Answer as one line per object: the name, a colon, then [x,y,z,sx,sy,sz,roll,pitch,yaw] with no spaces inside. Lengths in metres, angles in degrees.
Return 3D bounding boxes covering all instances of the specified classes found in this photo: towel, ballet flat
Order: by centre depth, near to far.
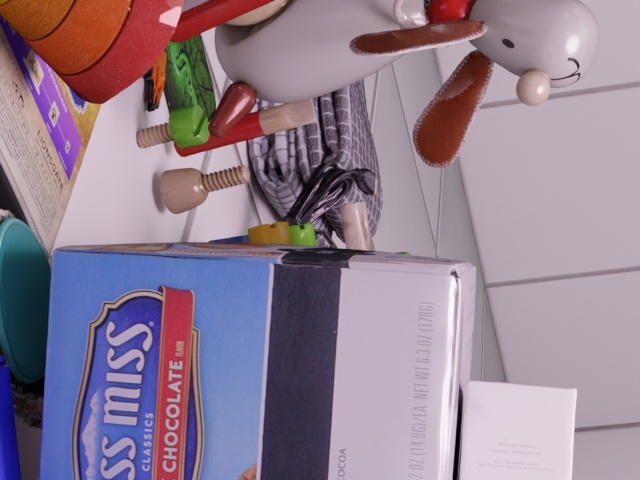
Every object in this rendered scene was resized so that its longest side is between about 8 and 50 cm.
ballet flat: [-0.191,0.060,0.951,0.241,0.077,0.091,73,24,-56]
towel: [-0.001,-0.153,1.823,0.235,0.121,0.284,51,34,-68]

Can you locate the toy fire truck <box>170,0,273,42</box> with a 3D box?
toy fire truck: [-0.024,-0.301,1.140,0.169,0.302,0.254,12,66,-55]

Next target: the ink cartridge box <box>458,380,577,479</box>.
ink cartridge box: [0.112,0.187,0.921,0.115,0.067,0.198,57,37,-79]

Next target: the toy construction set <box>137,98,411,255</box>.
toy construction set: [-0.024,0.008,1.313,0.257,0.237,0.309,44,37,-56]

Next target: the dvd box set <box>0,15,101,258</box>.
dvd box set: [-0.215,-0.230,1.052,0.420,0.062,0.308,-82,161,-48]

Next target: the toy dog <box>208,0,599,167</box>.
toy dog: [0.034,-0.142,1.236,0.220,0.333,0.161,39,60,-41]

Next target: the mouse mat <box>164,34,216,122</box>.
mouse mat: [-0.136,-0.190,1.505,0.153,0.007,0.190,-70,149,-64]

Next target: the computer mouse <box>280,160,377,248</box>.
computer mouse: [0.000,0.000,1.717,0.060,0.184,0.262,40,-1,26]

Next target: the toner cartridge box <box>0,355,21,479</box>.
toner cartridge box: [-0.207,0.239,0.796,0.165,0.075,0.348,6,77,-77]

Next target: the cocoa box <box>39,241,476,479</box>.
cocoa box: [-0.024,0.119,0.994,0.347,0.227,0.232,-1,95,-83]

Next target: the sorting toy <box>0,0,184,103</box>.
sorting toy: [-0.174,-0.269,0.966,0.126,0.127,0.366,16,60,-43]

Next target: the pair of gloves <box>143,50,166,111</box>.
pair of gloves: [-0.157,-0.160,1.385,0.083,0.010,0.074,63,25,-50]
